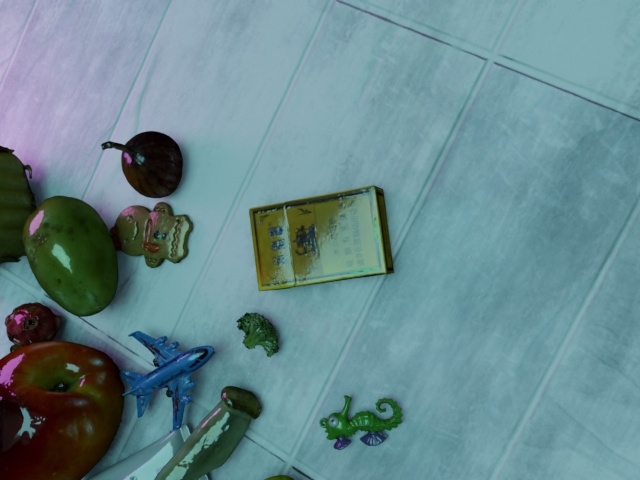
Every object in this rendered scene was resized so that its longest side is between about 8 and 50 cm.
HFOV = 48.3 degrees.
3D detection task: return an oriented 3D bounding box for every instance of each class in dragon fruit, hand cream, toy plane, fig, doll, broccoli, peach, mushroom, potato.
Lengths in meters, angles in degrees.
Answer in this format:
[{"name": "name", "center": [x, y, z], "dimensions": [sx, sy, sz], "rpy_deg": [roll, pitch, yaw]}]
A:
[{"name": "dragon fruit", "center": [-0.726, 0.219, 1.806], "dimensions": [0.133, 0.166, 0.136], "rpy_deg": [-3, 79, -25]}, {"name": "hand cream", "center": [-0.441, 0.589, 1.703], "dimensions": [0.359, 0.118, 0.185], "rpy_deg": [-25, 81, 9]}, {"name": "toy plane", "center": [-0.352, 0.311, 1.684], "dimensions": [0.271, 0.105, 0.254], "rpy_deg": [-29, 79, 15]}, {"name": "fig", "center": [-0.407, -0.198, 1.704], "dimensions": [0.148, 0.202, 0.149], "rpy_deg": [7, 54, 7]}, {"name": "doll", "center": [0.088, 0.392, 1.553], "dimensions": [0.190, 0.050, 0.115], "rpy_deg": [-11, 90, 17]}, {"name": "broccoli", "center": [-0.142, 0.218, 1.624], "dimensions": [0.095, 0.097, 0.092], "rpy_deg": [19, 49, 37]}, {"name": "peach", "center": [-0.670, 0.427, 1.687], "dimensions": [0.406, 0.310, 0.335], "rpy_deg": [-45, 77, 12]}, {"name": "mushroom", "center": [-0.263, 0.479, 1.632], "dimensions": [0.107, 0.087, 0.333], "rpy_deg": [38, 88, -3]}, {"name": "potato", "center": [-0.602, 0.037, 1.732], "dimensions": [0.216, 0.216, 0.304], "rpy_deg": [-18, 85, 18]}]

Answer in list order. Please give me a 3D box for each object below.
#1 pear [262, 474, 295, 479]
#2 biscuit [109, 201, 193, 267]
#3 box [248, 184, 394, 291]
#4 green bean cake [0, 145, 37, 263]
[{"name": "pear", "center": [-0.112, 0.620, 1.548], "dimensions": [0.187, 0.187, 0.219], "rpy_deg": [39, 87, 17]}, {"name": "biscuit", "center": [-0.424, -0.019, 1.765], "dimensions": [0.226, 0.036, 0.166], "rpy_deg": [13, 93, 20]}, {"name": "box", "center": [0.000, 0.000, 1.586], "dimensions": [0.302, 0.084, 0.192], "rpy_deg": [-9, 84, 19]}, {"name": "green bean cake", "center": [-0.867, -0.075, 1.853], "dimensions": [0.285, 0.202, 0.309], "rpy_deg": [-11, 82, 31]}]
